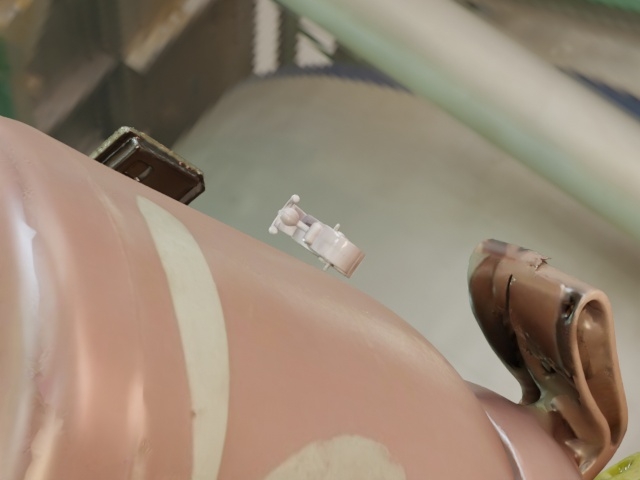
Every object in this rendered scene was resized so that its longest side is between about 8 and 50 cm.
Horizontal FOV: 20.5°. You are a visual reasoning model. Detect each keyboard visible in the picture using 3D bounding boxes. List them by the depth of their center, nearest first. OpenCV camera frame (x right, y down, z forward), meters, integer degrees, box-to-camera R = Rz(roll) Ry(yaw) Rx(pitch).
[{"bbox_3d":[-0.191,0.006,1.287,0.230,0.025,0.093,-39,-43,18],"label":"keyboard"}]

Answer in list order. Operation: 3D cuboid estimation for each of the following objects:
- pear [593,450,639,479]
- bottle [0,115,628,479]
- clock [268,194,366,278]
[{"bbox_3d":[0.226,0.215,1.215,0.104,0.141,0.141,0,-55,-55],"label":"pear"},{"bbox_3d":[-0.027,0.070,0.512,0.297,0.173,0.206,27,-88,-46],"label":"bottle"},{"bbox_3d":[0.000,0.000,1.539,0.041,0.087,0.129,-54,3,-1],"label":"clock"}]
